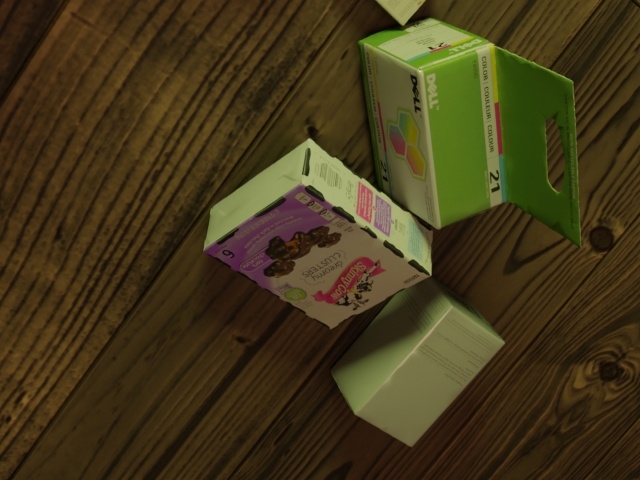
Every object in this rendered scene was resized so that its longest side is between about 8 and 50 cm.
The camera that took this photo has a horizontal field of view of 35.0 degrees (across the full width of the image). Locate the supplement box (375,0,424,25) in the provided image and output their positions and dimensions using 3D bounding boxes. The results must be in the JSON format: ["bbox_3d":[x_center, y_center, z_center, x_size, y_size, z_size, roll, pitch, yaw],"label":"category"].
[{"bbox_3d":[0.070,-0.281,1.061,0.098,0.036,0.062,38,100,-30],"label":"supplement box"}]

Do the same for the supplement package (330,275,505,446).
[{"bbox_3d":[0.117,0.144,1.256,0.105,0.105,0.179,35,101,-30],"label":"supplement package"}]

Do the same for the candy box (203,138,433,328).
[{"bbox_3d":[0.000,0.000,1.124,0.196,0.070,0.165,34,133,-29],"label":"candy box"}]

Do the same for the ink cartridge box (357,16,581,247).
[{"bbox_3d":[0.149,-0.104,1.045,0.097,0.255,0.188,-21,121,-18],"label":"ink cartridge box"}]
